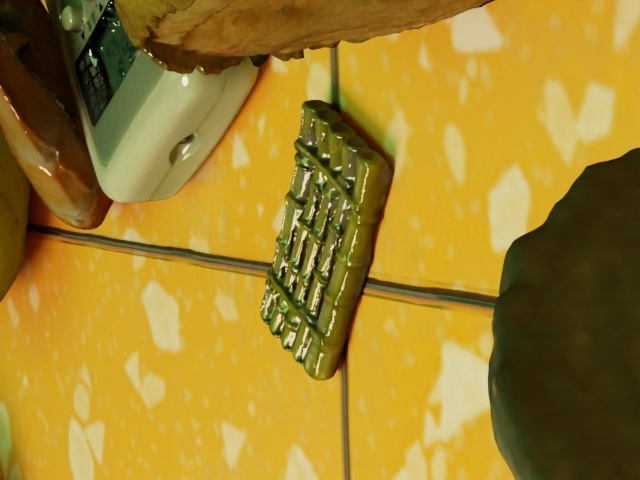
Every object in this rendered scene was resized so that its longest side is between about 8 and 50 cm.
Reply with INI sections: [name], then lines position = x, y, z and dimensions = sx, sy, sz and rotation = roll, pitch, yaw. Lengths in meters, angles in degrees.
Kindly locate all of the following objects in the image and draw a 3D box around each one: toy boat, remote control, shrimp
[toy boat]
position = 0.000, 0.000, 0.808
dimensions = 0.063, 0.016, 0.115
rotation = 47, 133, 46
[remote control]
position = -0.111, -0.175, 0.934
dimensions = 0.140, 0.056, 0.296
rotation = -47, 55, 50
[shrimp]
position = -0.188, -0.128, 0.959
dimensions = 0.287, 0.063, 0.152
rotation = 60, -177, -14

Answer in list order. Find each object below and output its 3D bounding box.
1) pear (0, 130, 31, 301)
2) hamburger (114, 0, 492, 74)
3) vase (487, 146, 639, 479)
[pear]
position = -0.268, -0.027, 1.121
dimensions = 0.219, 0.187, 0.187
rotation = -132, 45, -65
[hamburger]
position = 0.003, -0.148, 0.594
dimensions = 0.309, 0.211, 0.132
rotation = -25, 78, 57
[vase]
position = 0.129, 0.150, 0.405
dimensions = 0.245, 0.245, 0.291
rotation = 50, 140, 45
